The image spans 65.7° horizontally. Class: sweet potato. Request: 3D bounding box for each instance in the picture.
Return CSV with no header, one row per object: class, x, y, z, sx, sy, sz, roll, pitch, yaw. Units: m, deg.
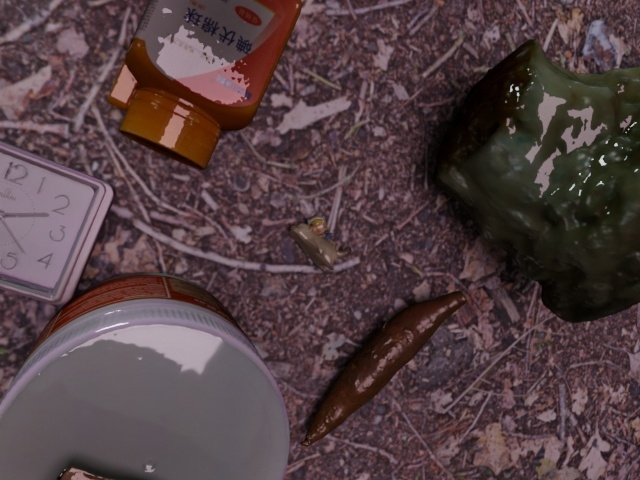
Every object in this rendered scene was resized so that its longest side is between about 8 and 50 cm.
sweet potato,0.082,0.173,0.715,0.314,0.066,0.072,-41,101,-9

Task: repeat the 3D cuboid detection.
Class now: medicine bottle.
medicine bottle,-0.133,-0.202,0.563,0.149,0.112,0.222,24,87,-21
medicine bottle,-0.183,0.173,0.519,0.253,0.241,0.252,-3,98,-20

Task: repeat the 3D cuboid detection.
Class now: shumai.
shumai,0.331,-0.102,0.678,0.323,0.397,0.324,29,63,8

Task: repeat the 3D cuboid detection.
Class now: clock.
clock,-0.343,-0.028,0.530,0.197,0.063,0.150,23,87,-22

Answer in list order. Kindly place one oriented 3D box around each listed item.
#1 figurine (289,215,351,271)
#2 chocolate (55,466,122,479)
figurine,0.000,0.000,0.679,0.083,0.047,0.050,50,63,-11
chocolate,-0.166,0.216,0.385,0.101,0.031,0.064,25,69,-25
